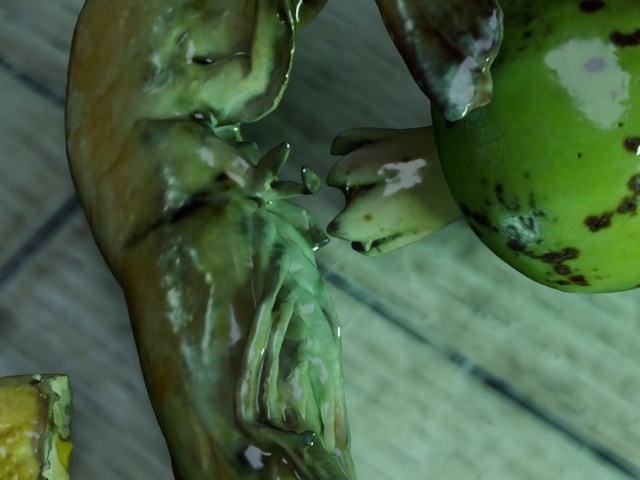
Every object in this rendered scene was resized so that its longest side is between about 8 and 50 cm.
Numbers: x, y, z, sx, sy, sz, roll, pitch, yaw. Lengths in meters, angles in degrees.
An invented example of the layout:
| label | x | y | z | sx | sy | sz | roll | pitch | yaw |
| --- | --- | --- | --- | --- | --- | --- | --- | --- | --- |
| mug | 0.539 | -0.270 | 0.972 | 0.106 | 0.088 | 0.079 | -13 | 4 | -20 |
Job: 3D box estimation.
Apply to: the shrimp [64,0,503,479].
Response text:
| label | x | y | z | sx | sy | sz | roll | pitch | yaw |
| --- | --- | --- | --- | --- | --- | --- | --- | --- | --- |
| shrimp | 0.000 | 0.000 | 0.517 | 0.058 | 0.169 | 0.296 | 12 | 49 | -46 |

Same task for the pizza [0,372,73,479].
| label | x | y | z | sx | sy | sz | roll | pitch | yaw |
| --- | --- | --- | --- | --- | --- | --- | --- | --- | --- |
| pizza | -0.123 | 0.110 | 0.499 | 0.131 | 0.041 | 0.178 | 31 | 64 | 21 |

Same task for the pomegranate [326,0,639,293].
| label | x | y | z | sx | sy | sz | roll | pitch | yaw |
| --- | --- | --- | --- | --- | --- | --- | --- | --- | --- |
| pomegranate | 0.069 | -0.032 | 0.553 | 0.142 | 0.114 | 0.114 | -18 | 55 | 24 |
